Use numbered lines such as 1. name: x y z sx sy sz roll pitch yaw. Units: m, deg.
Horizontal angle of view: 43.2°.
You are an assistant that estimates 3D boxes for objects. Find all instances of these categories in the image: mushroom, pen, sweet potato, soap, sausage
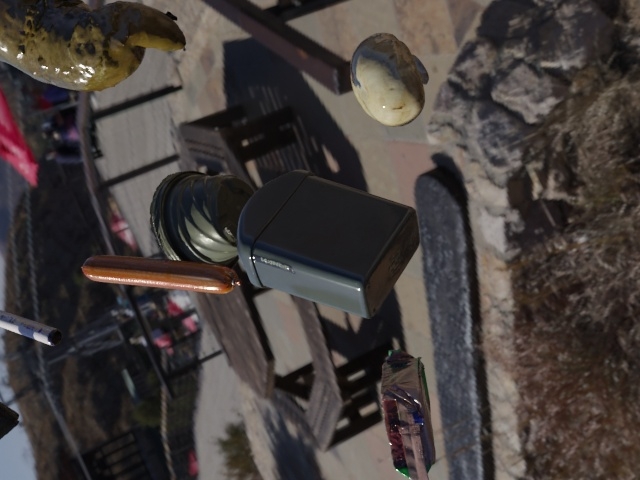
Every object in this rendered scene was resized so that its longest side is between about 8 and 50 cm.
1. mushroom: 0.122 -0.281 1.407 0.166 0.127 0.166 57 172 12
2. pen: -0.557 0.146 1.447 0.269 0.033 0.033 11 128 34
3. sweet potato: -0.265 -0.192 0.686 0.124 0.310 0.097 -92 18 -79
4. soap: 0.178 0.353 1.661 0.273 0.098 0.217 -37 -60 -82
5. sausage: -0.297 0.059 1.478 0.348 0.053 0.053 4 125 23

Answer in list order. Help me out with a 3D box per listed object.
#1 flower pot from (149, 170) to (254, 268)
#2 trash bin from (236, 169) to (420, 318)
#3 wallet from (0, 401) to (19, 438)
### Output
1. flower pot: -0.208 -0.045 1.604 0.141 0.235 0.235 -18 97 38
2. trash bin: 0.000 0.000 1.136 0.236 0.176 0.101 19 143 28
3. wallet: -0.654 0.357 1.397 0.124 0.244 0.025 51 178 -37
